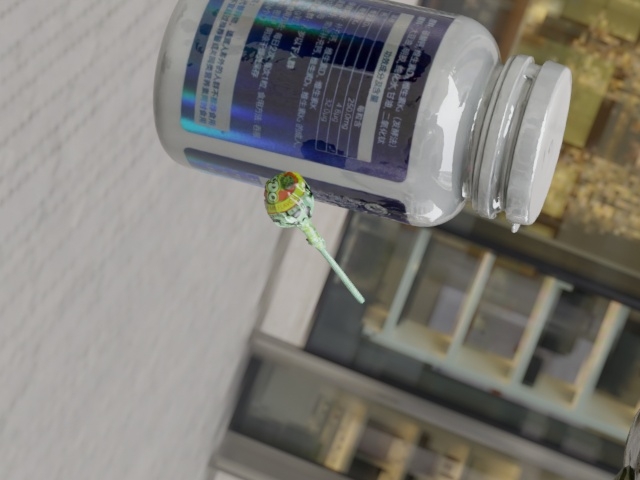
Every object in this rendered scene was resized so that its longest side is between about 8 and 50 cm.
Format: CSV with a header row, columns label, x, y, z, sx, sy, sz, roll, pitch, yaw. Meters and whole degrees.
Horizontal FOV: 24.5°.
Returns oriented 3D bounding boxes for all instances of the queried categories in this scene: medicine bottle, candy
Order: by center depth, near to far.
label,x,y,z,sx,sy,sz,roll,pitch,yaw
candy,0.000,0.000,0.703,0.023,0.083,0.025,-37,-147,3
medicine bottle,0.022,-0.068,0.736,0.107,0.191,0.107,14,90,-75

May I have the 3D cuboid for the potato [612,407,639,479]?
label,x,y,z,sx,sy,sz,roll,pitch,yaw
potato,0.270,0.176,1.092,0.225,0.090,0.117,-86,-166,-82
